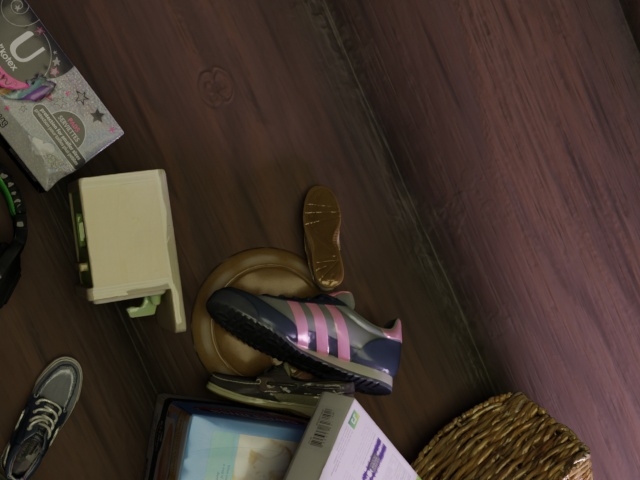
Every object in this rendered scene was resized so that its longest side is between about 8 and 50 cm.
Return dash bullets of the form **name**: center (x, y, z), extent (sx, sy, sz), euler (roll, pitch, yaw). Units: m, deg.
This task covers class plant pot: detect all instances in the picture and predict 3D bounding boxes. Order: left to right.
- **plant pot**: center (-0.081, 0.128, 1.780), extent (0.236, 0.032, 0.236), euler (0, 89, -19)

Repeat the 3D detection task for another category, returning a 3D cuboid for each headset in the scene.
- **headset**: center (-0.519, 0.046, 1.554), extent (0.243, 0.185, 0.394), euler (0, 79, -18)

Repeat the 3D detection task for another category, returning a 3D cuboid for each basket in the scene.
- **basket**: center (0.271, 0.417, 1.839), extent (0.299, 0.213, 0.223), euler (-40, 141, -15)

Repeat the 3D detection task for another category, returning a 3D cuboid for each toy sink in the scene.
- **toy sink**: center (-0.284, 0.022, 1.650), extent (0.131, 0.153, 0.234), euler (-9, 94, -18)

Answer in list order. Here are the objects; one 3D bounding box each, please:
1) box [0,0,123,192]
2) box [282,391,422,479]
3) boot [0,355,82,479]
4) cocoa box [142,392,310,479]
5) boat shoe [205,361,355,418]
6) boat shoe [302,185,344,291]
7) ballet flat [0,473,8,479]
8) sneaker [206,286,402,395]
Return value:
- **box**: center (-0.406, -0.205, 1.601), extent (0.142, 0.163, 0.247), euler (-40, 102, -13)
- **box**: center (0.042, 0.384, 1.593), extent (0.322, 0.058, 0.232), euler (54, 53, -46)
- **boot**: center (-0.393, 0.257, 1.647), extent (0.069, 0.086, 0.190), euler (27, 82, -16)
- **cocoa box**: center (-0.135, 0.415, 1.659), extent (0.232, 0.228, 0.347), euler (11, 87, -18)
- **boat shoe**: center (-0.057, 0.218, 1.721), extent (0.224, 0.080, 0.073), euler (12, 88, 4)
- **boat shoe**: center (0.000, 0.000, 1.793), extent (0.063, 0.059, 0.170), euler (1, 69, -12)
- **ballet flat**: center (-0.477, 0.353, 1.629), extent (0.213, 0.068, 0.072), euler (36, 80, -15)
- **sneaker**: center (-0.018, 0.121, 1.741), extent (0.319, 0.112, 0.131), euler (28, 66, -20)
